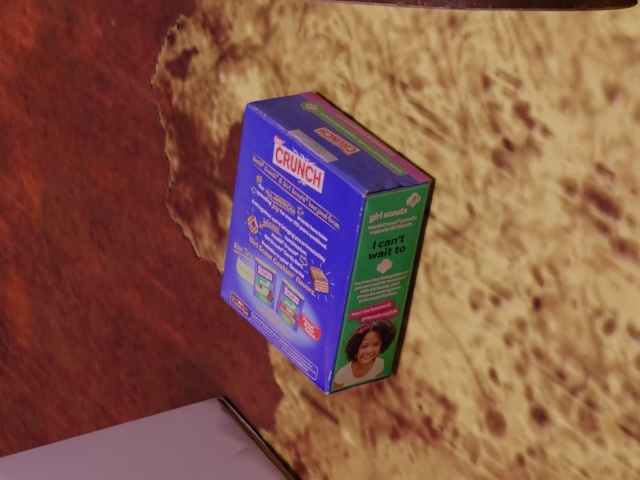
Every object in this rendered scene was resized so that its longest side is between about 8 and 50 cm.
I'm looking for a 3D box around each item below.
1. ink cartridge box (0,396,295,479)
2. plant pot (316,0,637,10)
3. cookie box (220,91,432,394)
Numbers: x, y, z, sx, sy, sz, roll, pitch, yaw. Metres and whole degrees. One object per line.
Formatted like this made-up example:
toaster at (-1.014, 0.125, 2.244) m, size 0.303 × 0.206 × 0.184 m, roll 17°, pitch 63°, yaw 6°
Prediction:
ink cartridge box at (-0.108, 0.202, 0.976) m, size 0.093 × 0.154 × 0.212 m, roll 46°, pitch 137°, yaw 37°
plant pot at (0.034, -0.169, 0.652) m, size 0.167 × 0.167 × 0.165 m, roll 18°, pitch 109°, yaw 50°
cookie box at (0.000, 0.000, 0.852) m, size 0.092 × 0.040 × 0.107 m, roll 40°, pitch 132°, yaw 40°
